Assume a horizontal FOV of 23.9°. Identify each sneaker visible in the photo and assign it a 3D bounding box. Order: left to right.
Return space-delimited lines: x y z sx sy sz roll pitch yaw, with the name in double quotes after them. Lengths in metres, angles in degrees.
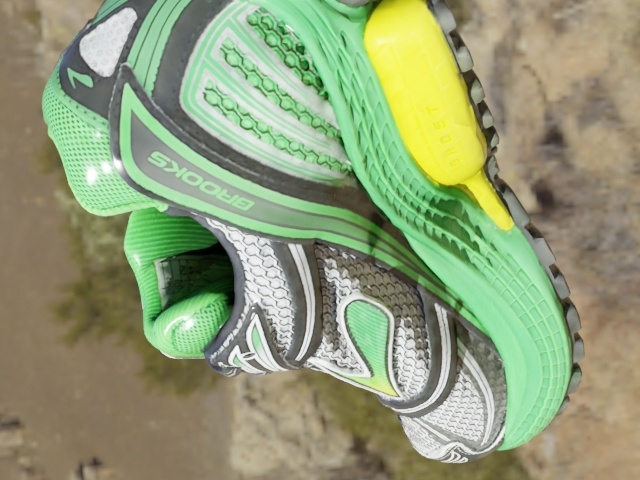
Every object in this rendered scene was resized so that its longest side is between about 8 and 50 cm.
0.000 0.000 0.603 0.134 0.146 0.343 54 179 39 "sneaker"
